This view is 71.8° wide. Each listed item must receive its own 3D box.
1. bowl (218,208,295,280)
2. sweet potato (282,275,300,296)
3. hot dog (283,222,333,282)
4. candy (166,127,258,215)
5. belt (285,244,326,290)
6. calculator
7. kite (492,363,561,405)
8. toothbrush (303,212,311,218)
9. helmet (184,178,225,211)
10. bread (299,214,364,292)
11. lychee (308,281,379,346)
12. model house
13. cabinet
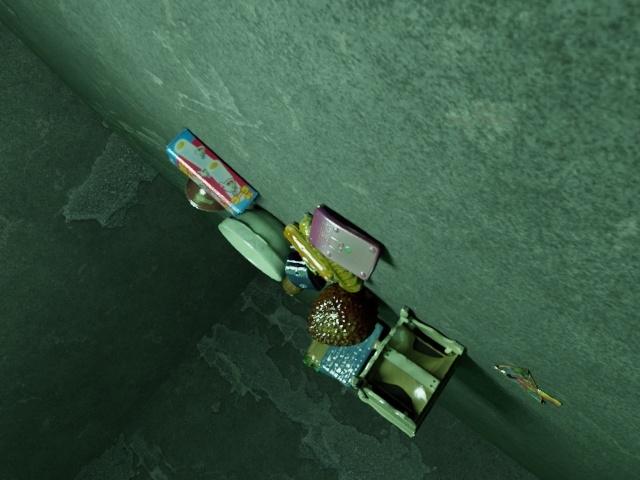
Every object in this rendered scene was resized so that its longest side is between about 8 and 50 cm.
[{"bbox_3d":[-0.215,-0.002,1.642,0.307,0.163,0.307,39,168,10],"label":"bowl"},{"bbox_3d":[-0.130,0.212,2.258,0.131,0.131,0.336,40,168,1],"label":"sweet potato"},{"bbox_3d":[-0.033,0.042,1.412,0.235,0.062,0.092,49,170,13],"label":"hot dog"},{"bbox_3d":[-0.357,-0.215,1.459,0.306,0.100,0.157,41,169,-10],"label":"candy"},{"bbox_3d":[-0.034,0.113,1.605,0.129,0.122,0.218,7,158,19],"label":"belt"},{"bbox_3d":[0.053,0.008,1.053,0.191,0.034,0.126,34,134,20],"label":"calculator"},{"bbox_3d":[0.510,0.357,1.110,0.183,0.014,0.241,27,162,43],"label":"kite"},{"bbox_3d":[0.002,0.002,1.334,0.031,0.023,0.321,41,170,29],"label":"toothbrush"},{"bbox_3d":[-0.387,-0.189,1.590,0.175,0.155,0.106,33,144,-17],"label":"helmet"},{"bbox_3d":[0.041,0.047,1.259,0.367,0.084,0.077,56,-155,-49],"label":"bread"},{"bbox_3d":[0.078,0.260,1.537,0.236,0.271,0.235,37,-148,-27],"label":"lychee"},{"bbox_3d":[0.189,0.514,1.943,0.382,0.334,0.343,34,173,-23],"label":"model house"},{"bbox_3d":[0.270,0.413,1.382,0.228,0.290,0.318,32,164,24],"label":"cabinet"}]
